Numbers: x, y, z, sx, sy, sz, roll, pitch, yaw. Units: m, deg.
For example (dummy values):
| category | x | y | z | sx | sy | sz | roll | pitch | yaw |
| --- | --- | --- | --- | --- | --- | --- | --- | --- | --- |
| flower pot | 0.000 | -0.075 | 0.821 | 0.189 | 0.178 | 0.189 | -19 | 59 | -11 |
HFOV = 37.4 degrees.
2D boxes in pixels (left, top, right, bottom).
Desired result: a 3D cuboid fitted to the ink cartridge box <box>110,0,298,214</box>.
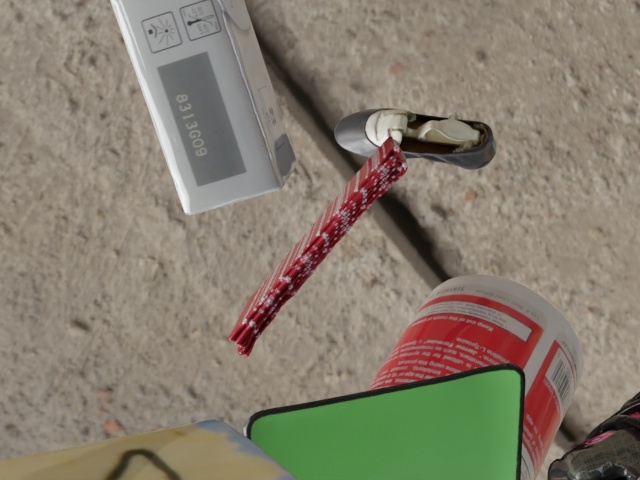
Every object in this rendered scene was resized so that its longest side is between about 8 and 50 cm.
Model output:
| category | x | y | z | sx | sy | sz | roll | pitch | yaw |
| --- | --- | --- | --- | --- | --- | --- | --- | --- | --- |
| ink cartridge box | -0.097 | -0.212 | 0.878 | 0.091 | 0.385 | 0.308 | -17 | 101 | 9 |

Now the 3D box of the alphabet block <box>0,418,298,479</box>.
| category | x | y | z | sx | sy | sz | roll | pitch | yaw |
| --- | --- | --- | --- | --- | --- | --- | --- | --- | --- |
| alphabet block | -0.083 | 0.199 | 0.341 | 0.197 | 0.192 | 0.193 | -3 | 107 | -37 |

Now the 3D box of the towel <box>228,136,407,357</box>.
| category | x | y | z | sx | sy | sz | roll | pitch | yaw |
| --- | --- | --- | --- | --- | --- | --- | --- | --- | --- |
| towel | 0.000 | 0.000 | 1.053 | 0.031 | 0.199 | 0.275 | 40 | 99 | -5 |

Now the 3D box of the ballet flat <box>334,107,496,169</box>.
| category | x | y | z | sx | sy | sz | roll | pitch | yaw |
| --- | --- | --- | --- | --- | --- | --- | --- | --- | --- |
| ballet flat | 0.119 | -0.134 | 1.168 | 0.203 | 0.074 | 0.074 | 9 | 126 | 2 |

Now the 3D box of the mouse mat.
| category | x | y | z | sx | sy | sz | roll | pitch | yaw |
| --- | --- | --- | --- | --- | --- | --- | --- | --- | --- |
| mouse mat | 0.047 | 0.159 | 0.635 | 0.190 | 0.007 | 0.152 | -9 | 119 | -11 |

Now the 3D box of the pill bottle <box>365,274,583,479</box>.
| category | x | y | z | sx | sy | sz | roll | pitch | yaw |
| --- | --- | --- | --- | --- | --- | --- | --- | --- | --- |
| pill bottle | 0.147 | 0.248 | 1.141 | 0.229 | 0.407 | 0.229 | 22 | 138 | 21 |

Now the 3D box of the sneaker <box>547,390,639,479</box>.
| category | x | y | z | sx | sy | sz | roll | pitch | yaw |
| --- | --- | --- | --- | --- | --- | --- | --- | --- | --- |
| sneaker | 0.281 | 0.163 | 0.696 | 0.202 | 0.483 | 0.185 | 22 | 137 | 11 |
